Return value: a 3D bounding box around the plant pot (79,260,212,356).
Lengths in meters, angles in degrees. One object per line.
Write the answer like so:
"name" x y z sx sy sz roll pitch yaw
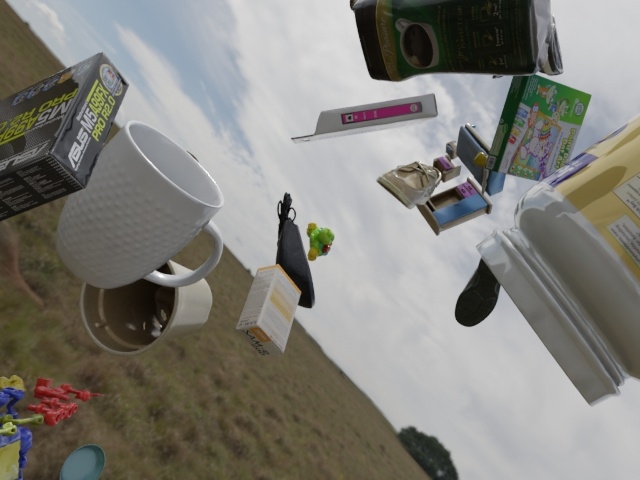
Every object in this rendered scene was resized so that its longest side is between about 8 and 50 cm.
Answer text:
"plant pot" -0.504 0.187 1.791 0.334 0.334 0.305 45 6 20

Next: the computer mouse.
"computer mouse" -0.074 0.042 1.324 0.189 0.072 0.272 91 -14 -49

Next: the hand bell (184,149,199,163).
"hand bell" -0.448 -0.140 1.686 0.126 0.126 0.242 45 -53 21

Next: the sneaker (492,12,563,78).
"sneaker" 0.432 -0.419 1.279 0.124 0.178 0.295 68 27 -22

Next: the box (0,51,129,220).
"box" -0.394 -0.118 0.748 0.216 0.270 0.060 -88 153 -43

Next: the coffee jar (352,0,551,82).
"coffee jar" 0.125 -0.210 0.571 0.184 0.079 0.096 7 -45 32

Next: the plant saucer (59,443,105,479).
"plant saucer" -0.587 0.556 1.418 0.021 0.119 0.119 11 -32 37

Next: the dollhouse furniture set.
"dollhouse furniture set" 0.398 -0.221 1.780 0.303 0.198 0.286 82 -17 -54

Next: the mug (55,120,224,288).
"mug" -0.398 -0.032 1.341 0.374 0.328 0.276 39 13 -29

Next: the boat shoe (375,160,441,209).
"boat shoe" 0.217 -0.142 1.356 0.109 0.098 0.302 44 19 15

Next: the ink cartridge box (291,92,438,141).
"ink cartridge box" 0.106 -0.311 1.502 0.176 0.370 0.069 -82 161 -84

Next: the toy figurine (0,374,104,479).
"toy figurine" -0.551 0.377 0.991 0.191 0.217 0.362 11 -3 5

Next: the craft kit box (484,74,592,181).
"craft kit box" 0.553 -0.277 1.466 0.246 0.250 0.061 5 16 -34

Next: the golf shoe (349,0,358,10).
"golf shoe" 0.130 -0.588 1.284 0.086 0.186 0.067 30 1 10

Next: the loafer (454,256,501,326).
"loafer" 0.441 0.116 1.547 0.096 0.084 0.268 26 -55 13

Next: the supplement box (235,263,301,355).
"supplement box" -0.064 0.088 0.738 0.036 0.098 0.062 -12 -49 29

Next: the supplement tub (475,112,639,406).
"supplement tub" 0.355 -0.006 0.587 0.241 0.331 0.241 51 13 -16

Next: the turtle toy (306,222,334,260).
"turtle toy" 0.000 0.000 1.525 0.130 0.066 0.095 116 -28 -75
